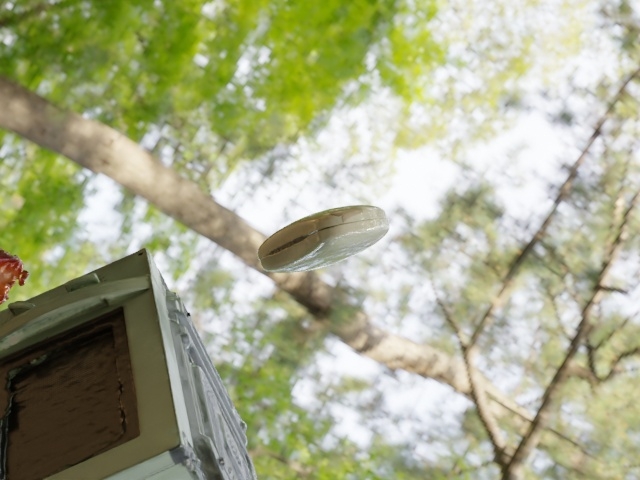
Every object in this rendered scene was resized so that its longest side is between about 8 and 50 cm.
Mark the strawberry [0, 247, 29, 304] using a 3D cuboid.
[{"bbox_3d":[-0.451,0.045,1.383,0.228,0.174,0.098,-34,-160,-1],"label":"strawberry"}]

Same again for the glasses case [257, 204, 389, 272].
[{"bbox_3d":[0.000,0.000,1.276,0.204,0.081,0.051,-24,-102,62],"label":"glasses case"}]

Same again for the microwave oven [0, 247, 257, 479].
[{"bbox_3d":[-0.101,0.122,0.644,0.123,0.162,0.208,-24,-153,-1],"label":"microwave oven"}]
